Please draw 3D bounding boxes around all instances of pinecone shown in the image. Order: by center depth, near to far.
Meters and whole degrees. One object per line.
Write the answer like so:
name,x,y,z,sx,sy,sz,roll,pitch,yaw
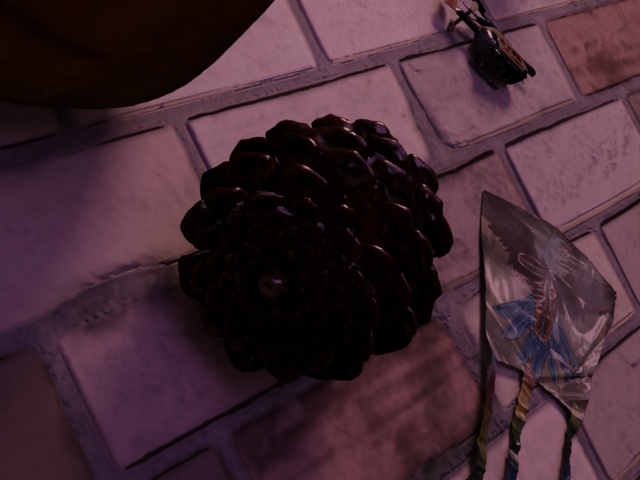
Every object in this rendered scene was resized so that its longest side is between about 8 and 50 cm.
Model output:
pinecone,0.006,-0.006,0.644,0.163,0.163,0.165,50,34,-10

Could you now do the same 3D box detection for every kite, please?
kite,0.179,0.110,0.821,0.169,0.015,0.310,31,52,-26

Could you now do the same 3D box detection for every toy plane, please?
toy plane,0.150,-0.178,0.923,0.121,0.031,0.049,42,44,-20

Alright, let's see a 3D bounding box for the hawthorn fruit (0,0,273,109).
hawthorn fruit,-0.114,-0.223,0.538,0.268,0.301,0.267,22,55,-35
